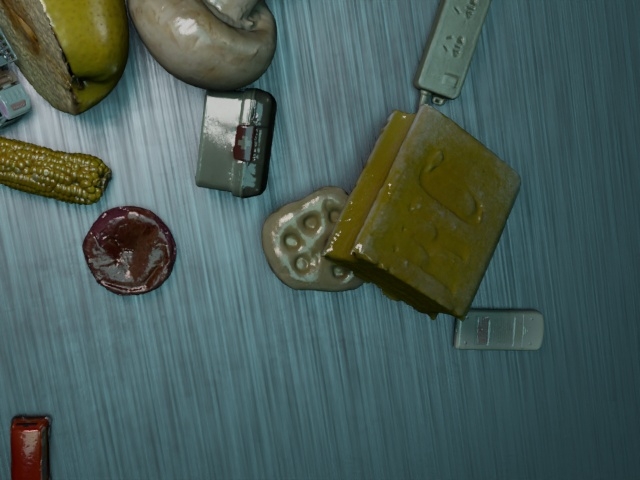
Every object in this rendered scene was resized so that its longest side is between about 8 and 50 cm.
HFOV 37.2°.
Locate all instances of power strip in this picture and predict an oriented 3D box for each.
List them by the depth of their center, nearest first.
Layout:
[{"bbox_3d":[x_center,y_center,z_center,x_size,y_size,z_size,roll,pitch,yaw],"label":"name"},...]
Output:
[{"bbox_3d":[0.256,-0.378,1.897,0.093,0.053,0.288,17,93,-10],"label":"power strip"}]

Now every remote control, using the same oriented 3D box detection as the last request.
[{"bbox_3d":[0.373,0.186,1.987,0.190,0.029,0.088,1,96,-8],"label":"remote control"}]

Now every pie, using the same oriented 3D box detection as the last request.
[{"bbox_3d":[-0.371,0.020,1.856,0.182,0.049,0.182,0,98,-3],"label":"pie"}]

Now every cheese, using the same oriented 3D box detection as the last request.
[{"bbox_3d":[0.000,0.000,1.871,0.235,0.117,0.218,27,89,-13],"label":"cheese"}]

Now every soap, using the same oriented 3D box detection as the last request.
[{"bbox_3d":[0.201,-0.045,1.817,0.293,0.156,0.335,34,73,-23],"label":"soap"}]

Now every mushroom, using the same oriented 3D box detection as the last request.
[{"bbox_3d":[-0.185,-0.426,1.692,0.297,0.297,0.290,40,124,-10],"label":"mushroom"}]

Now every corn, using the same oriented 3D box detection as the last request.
[{"bbox_3d":[-0.555,-0.138,1.791,0.312,0.102,0.102,12,95,-5],"label":"corn"}]

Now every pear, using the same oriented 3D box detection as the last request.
[{"bbox_3d":[-0.458,-0.419,1.679,0.191,0.340,0.386,-32,73,-25],"label":"pear"}]

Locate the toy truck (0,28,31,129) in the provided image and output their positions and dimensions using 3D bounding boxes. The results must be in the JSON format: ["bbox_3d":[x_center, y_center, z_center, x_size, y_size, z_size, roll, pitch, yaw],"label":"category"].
[{"bbox_3d":[-0.599,-0.299,1.746,0.080,0.115,0.178,-40,107,-46],"label":"toy truck"}]

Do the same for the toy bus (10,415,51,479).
[{"bbox_3d":[-0.569,0.434,1.860,0.079,0.077,0.174,1,96,-8],"label":"toy bus"}]

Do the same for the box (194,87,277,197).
[{"bbox_3d":[-0.160,-0.188,1.817,0.129,0.148,0.210,7,95,3],"label":"box"}]
